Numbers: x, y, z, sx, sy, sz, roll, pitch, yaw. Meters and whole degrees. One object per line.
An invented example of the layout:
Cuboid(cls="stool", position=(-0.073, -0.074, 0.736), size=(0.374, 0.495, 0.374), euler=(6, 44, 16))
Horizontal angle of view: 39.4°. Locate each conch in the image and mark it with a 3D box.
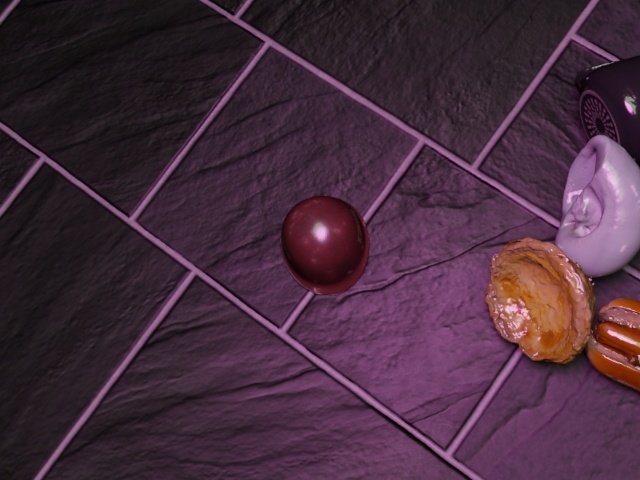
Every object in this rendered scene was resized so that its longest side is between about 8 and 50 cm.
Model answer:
Cuboid(cls="conch", position=(0.433, -0.051, 1.379), size=(0.120, 0.221, 0.185), euler=(-2, 28, -27))

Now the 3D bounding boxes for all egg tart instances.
Cuboid(cls="egg tart", position=(0.344, 0.087, 1.364), size=(0.090, 0.213, 0.213), euler=(-23, 70, -30))

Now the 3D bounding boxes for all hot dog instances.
Cuboid(cls="hot dog", position=(0.568, 0.198, 1.334), size=(0.337, 0.100, 0.135), euler=(27, 81, 15))

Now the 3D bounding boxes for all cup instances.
Cuboid(cls="cup", position=(0.508, -0.231, 1.434), size=(0.176, 0.169, 0.223), euler=(-24, 43, -2))

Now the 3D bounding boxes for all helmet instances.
Cuboid(cls="helmet", position=(0.000, 0.000, 1.476), size=(0.155, 0.106, 0.175), euler=(-7, 79, 8))
